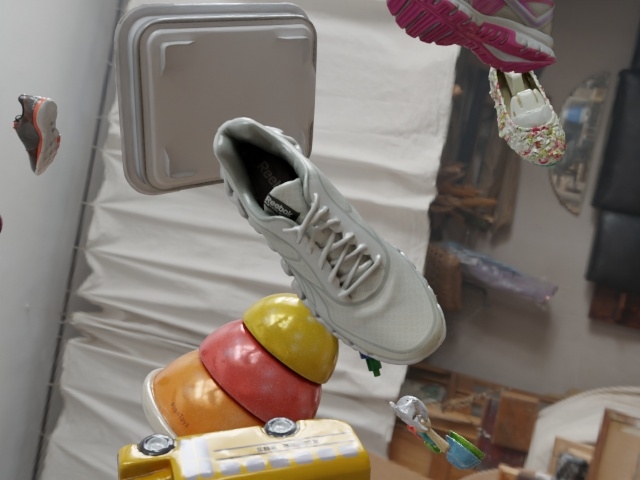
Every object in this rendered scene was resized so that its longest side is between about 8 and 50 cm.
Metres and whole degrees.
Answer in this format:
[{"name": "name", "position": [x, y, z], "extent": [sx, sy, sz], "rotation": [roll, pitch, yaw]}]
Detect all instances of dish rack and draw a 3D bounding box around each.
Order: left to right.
[{"name": "dish rack", "position": [-0.138, -0.214, 1.096], "extent": [0.332, 0.072, 0.286], "rotation": [-14, -62, -33]}]

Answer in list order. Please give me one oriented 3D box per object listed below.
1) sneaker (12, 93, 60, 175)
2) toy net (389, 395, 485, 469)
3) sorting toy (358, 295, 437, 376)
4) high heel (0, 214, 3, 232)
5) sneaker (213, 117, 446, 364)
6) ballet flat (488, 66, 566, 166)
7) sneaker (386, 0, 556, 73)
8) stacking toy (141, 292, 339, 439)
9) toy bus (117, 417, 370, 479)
[{"name": "sneaker", "position": [-0.477, -0.181, 1.188], "extent": [0.061, 0.064, 0.158], "rotation": [-66, -2, -50]}, {"name": "toy net", "position": [0.178, 0.306, 1.179], "extent": [0.045, 0.122, 0.232], "rotation": [-50, -54, -11]}, {"name": "sorting toy", "position": [0.171, 0.214, 1.544], "extent": [0.365, 0.127, 0.126], "rotation": [-13, -94, -62]}, {"name": "high heel", "position": [-0.911, -0.134, 1.779], "extent": [0.181, 0.127, 0.377], "rotation": [-114, 15, -44]}, {"name": "sneaker", "position": [0.000, 0.000, 0.664], "extent": [0.110, 0.292, 0.118], "rotation": [-43, -10, -3]}, {"name": "ballet flat", "position": [0.301, -0.209, 1.074], "extent": [0.241, 0.091, 0.077], "rotation": [-101, -9, -45]}, {"name": "sneaker", "position": [0.187, -0.297, 0.877], "extent": [0.103, 0.252, 0.111], "rotation": [-2, 75, 61]}, {"name": "stacking toy", "position": [-0.076, 0.227, 1.375], "extent": [0.480, 0.350, 0.350], "rotation": [-49, -12, 5]}, {"name": "toy bus", "position": [-0.108, 0.336, 0.993], "extent": [0.130, 0.332, 0.108], "rotation": [-132, 41, -63]}]
